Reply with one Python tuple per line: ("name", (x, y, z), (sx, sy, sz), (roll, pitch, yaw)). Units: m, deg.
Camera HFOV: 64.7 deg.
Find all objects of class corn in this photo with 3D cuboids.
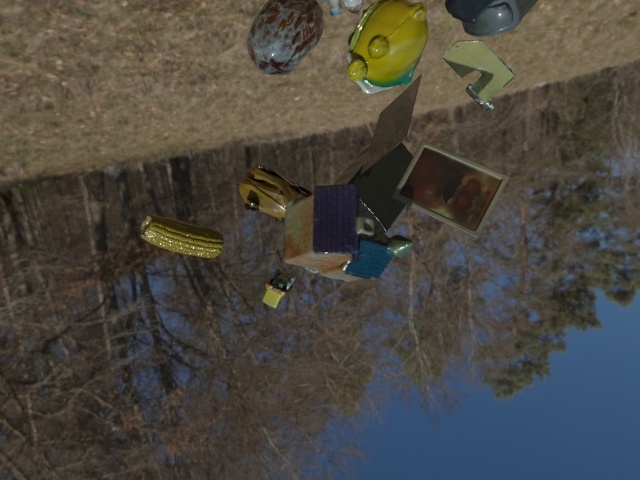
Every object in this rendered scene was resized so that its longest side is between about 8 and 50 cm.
("corn", (-0.545, -0.013, 2.004), (0.344, 0.131, 0.131), (17, -176, -41))

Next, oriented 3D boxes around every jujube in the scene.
("jujube", (-0.128, -0.716, 1.749), (0.246, 0.215, 0.308), (-22, -145, 48))

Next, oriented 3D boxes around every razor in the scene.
("razor", (0.322, -0.517, 1.030), (0.090, 0.148, 0.054), (27, -121, -11))

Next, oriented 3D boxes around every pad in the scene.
("pad", (0.249, -0.409, 1.773), (0.248, 0.007, 0.367), (-38, -154, 48))

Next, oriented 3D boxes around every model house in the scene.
("model house", (0.088, -0.023, 1.477), (0.312, 0.245, 0.280), (15, 159, -32))

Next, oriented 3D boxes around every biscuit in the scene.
("biscuit", (0.586, -0.642, 1.875), (0.250, 0.147, 0.046), (46, -156, 1))

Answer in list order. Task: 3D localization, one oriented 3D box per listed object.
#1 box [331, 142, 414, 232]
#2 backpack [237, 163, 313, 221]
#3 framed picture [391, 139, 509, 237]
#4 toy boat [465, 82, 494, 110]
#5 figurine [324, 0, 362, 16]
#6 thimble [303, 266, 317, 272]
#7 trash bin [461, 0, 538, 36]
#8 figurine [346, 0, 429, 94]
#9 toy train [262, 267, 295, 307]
("box", (0.222, -0.220, 2.046), (0.345, 0.251, 0.204), (-50, -164, -26))
("backpack", (-0.181, -0.186, 2.242), (0.378, 0.201, 0.353), (31, -174, 12))
("framed picture", (0.396, -0.163, 1.554), (0.290, 0.211, 0.020), (28, 176, 17))
("toy boat", (0.633, -0.569, 1.983), (0.066, 0.140, 0.059), (-45, -177, 17))
("figurine", (0.019, -0.555, 1.056), (0.103, 0.205, 0.260), (-16, 169, 0))
("thimble", (0.000, 0.000, 1.805), (0.172, 0.205, 0.250), (-24, 166, -25))
("trash bin", (0.515, -0.680, 1.449), (0.177, 0.101, 0.236), (14, -129, 46))
("figurine", (0.195, -0.557, 1.461), (0.324, 0.231, 0.340), (-42, -175, 1))
("toy train", (-0.168, 0.191, 2.032), (0.089, 0.127, 0.219), (27, -169, 4))
